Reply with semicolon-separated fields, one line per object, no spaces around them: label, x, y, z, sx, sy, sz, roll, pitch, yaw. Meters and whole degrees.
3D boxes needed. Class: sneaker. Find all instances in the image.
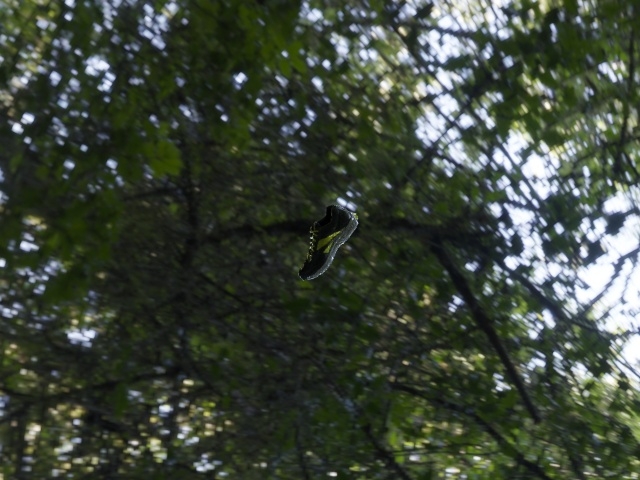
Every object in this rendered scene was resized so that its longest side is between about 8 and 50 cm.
sneaker;0.000;0.000;1.162;0.083;0.035;0.031;-55;-153;-3
